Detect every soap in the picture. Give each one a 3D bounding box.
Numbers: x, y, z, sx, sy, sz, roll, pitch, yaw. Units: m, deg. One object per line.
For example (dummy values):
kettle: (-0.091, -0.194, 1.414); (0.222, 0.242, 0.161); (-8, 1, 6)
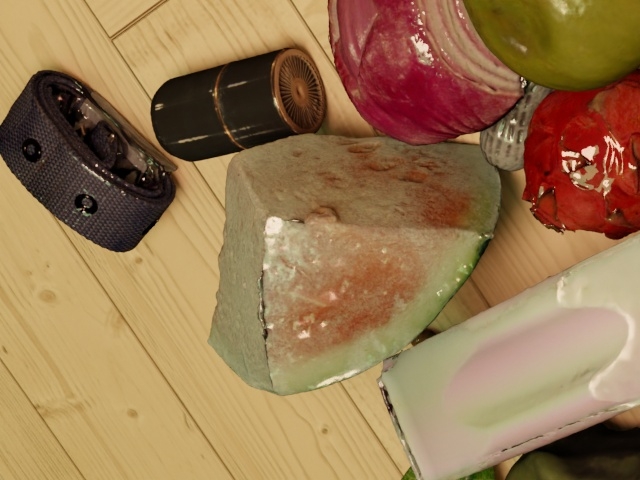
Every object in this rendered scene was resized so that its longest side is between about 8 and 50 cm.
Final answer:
soap: (0.273, 0.103, 1.579); (0.446, 0.261, 0.156); (-29, 82, 38)

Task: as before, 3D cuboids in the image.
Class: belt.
belt: (-0.280, -0.104, 1.887); (0.230, 0.139, 0.126); (44, 122, 5)

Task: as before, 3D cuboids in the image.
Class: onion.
onion: (0.076, -0.217, 1.593); (0.247, 0.111, 0.250); (-13, 94, 43)

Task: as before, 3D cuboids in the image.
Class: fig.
fig: (0.224, -0.244, 1.450); (0.230, 0.207, 0.207); (5, 121, -4)

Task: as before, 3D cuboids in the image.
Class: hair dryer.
hair dryer: (-0.053, -0.045, 1.813); (0.189, 0.107, 0.352); (-9, 115, 32)

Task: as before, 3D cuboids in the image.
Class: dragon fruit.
dragon fruit: (0.289, -0.087, 1.542); (0.209, 0.172, 0.172); (-18, 105, 36)

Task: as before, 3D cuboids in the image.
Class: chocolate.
chocolate: (0.209, -0.147, 1.618); (0.072, 0.072, 0.167); (23, 127, 18)

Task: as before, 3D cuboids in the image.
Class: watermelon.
watermelon: (0.000, 0.000, 1.666); (0.387, 0.228, 0.258); (-34, 110, 16)

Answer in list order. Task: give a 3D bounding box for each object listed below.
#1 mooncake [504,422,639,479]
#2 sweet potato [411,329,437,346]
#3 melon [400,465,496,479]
mooncake: (0.372, 0.329, 1.690); (0.351, 0.187, 0.351); (17, 127, 24)
sweet potato: (0.179, 0.142, 1.794); (0.226, 0.068, 0.068); (14, 121, 24)
melon: (0.149, 0.381, 1.901); (0.196, 0.124, 0.323); (10, 121, 17)
